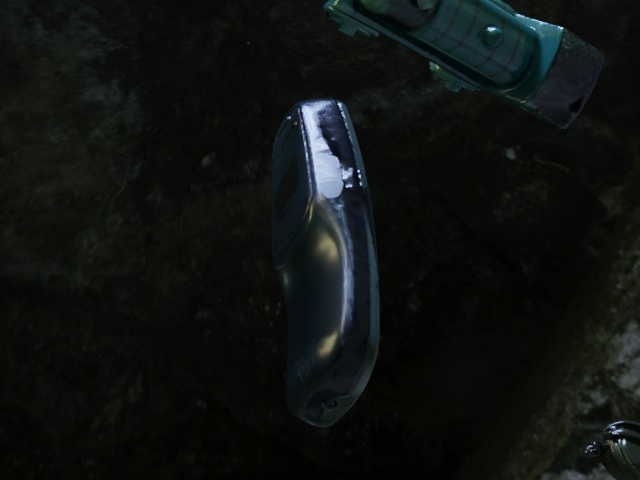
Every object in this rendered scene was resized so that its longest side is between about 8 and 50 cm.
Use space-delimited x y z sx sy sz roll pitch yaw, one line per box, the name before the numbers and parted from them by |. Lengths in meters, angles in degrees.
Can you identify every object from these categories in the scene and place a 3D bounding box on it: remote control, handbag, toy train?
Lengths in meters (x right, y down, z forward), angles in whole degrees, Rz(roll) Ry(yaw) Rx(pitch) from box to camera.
remote control | 0.000 0.000 0.482 0.042 0.222 0.072 16 -46 -21
handbag | 0.260 0.176 0.650 0.111 0.072 0.047 31 -52 0
toy train | 0.139 -0.227 0.887 0.298 0.194 0.120 19 -76 -34
